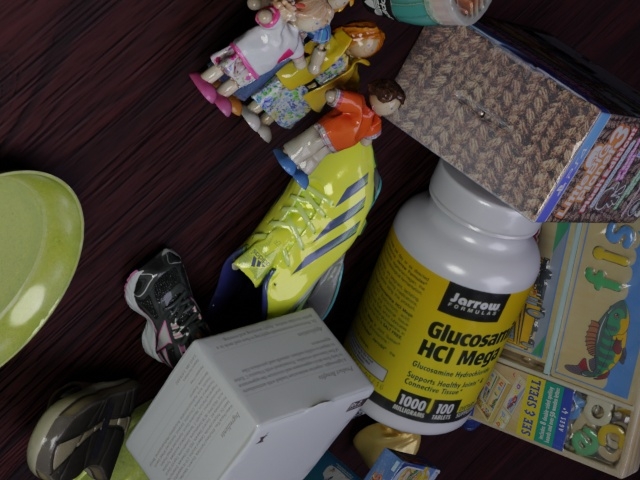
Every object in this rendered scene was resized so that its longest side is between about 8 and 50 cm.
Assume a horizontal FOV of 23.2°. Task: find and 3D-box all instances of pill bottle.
[{"bbox_3d":[0.155,0.060,1.913,0.188,0.188,0.334,-19,138,-48],"label":"pill bottle"}]

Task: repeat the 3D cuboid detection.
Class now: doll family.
[{"bbox_3d":[-0.021,-0.175,1.453,0.163,0.118,0.263,-38,147,7],"label":"doll family"}]

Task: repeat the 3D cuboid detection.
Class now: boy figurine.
[{"bbox_3d":[0.141,0.204,2.178,0.177,0.092,0.285,-14,136,-56],"label":"boy figurine"}]

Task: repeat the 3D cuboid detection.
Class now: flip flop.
[{"bbox_3d":[-0.245,0.184,1.544,0.277,0.080,0.112,16,92,-80],"label":"flip flop"}]

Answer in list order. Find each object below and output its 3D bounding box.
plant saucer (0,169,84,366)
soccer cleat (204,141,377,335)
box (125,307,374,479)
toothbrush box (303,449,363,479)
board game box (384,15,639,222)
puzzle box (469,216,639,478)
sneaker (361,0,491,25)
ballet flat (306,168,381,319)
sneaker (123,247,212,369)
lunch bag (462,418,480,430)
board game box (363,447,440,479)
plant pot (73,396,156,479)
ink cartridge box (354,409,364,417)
[{"bbox_3d":[-0.306,0.033,1.322,0.241,0.037,0.241,-38,151,-26],"label":"plant saucer"},{"bbox_3d":[-0.034,0.002,1.651,0.121,0.093,0.289,0,124,-55],"label":"soccer cleat"},{"bbox_3d":[-0.074,0.183,1.622,0.181,0.119,0.182,-13,146,-47],"label":"box"},{"bbox_3d":[-0.073,0.440,2.087,0.295,0.126,0.216,-40,150,-26],"label":"toothbrush box"},{"bbox_3d":[0.251,-0.138,1.774,0.291,0.232,0.141,0,123,-57],"label":"board game box"},{"bbox_3d":[0.314,0.065,1.968,0.052,0.272,0.408,-11,115,-53],"label":"puzzle box"},{"bbox_3d":[0.138,-0.318,1.539,0.302,0.121,0.108,-54,137,-39],"label":"sneaker"},{"bbox_3d":[0.000,0.000,1.749,0.068,0.072,0.213,8,119,-31],"label":"ballet flat"},{"bbox_3d":[-0.143,0.079,1.590,0.072,0.077,0.178,-42,152,-19],"label":"sneaker"},{"bbox_3d":[0.237,0.234,2.390,0.098,0.067,0.065,-44,153,-17],"label":"lunch bag"},{"bbox_3d":[0.067,0.370,2.049,0.201,0.035,0.136,-57,152,4],"label":"board game box"},{"bbox_3d":[-0.133,0.351,1.744,0.276,0.254,0.276,-37,149,-26],"label":"plant pot"},{"bbox_3d":[0.065,0.186,2.101,0.063,0.029,0.115,-14,136,-51],"label":"ink cartridge box"}]
